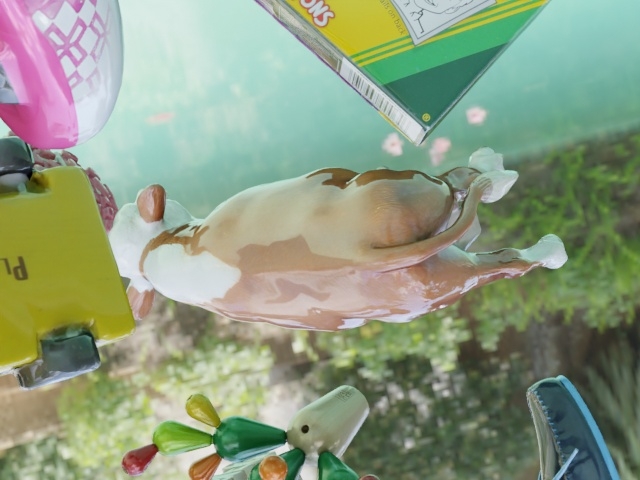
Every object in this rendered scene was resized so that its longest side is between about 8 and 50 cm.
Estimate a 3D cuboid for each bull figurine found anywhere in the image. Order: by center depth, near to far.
[{"bbox_3d":[0.000,0.000,0.845,0.188,0.101,0.310,-16,-167,-37],"label":"bull figurine"}]

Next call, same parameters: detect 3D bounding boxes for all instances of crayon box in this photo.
[{"bbox_3d":[0.073,-0.334,1.344,0.313,0.363,0.106,-48,178,-6],"label":"crayon box"}]

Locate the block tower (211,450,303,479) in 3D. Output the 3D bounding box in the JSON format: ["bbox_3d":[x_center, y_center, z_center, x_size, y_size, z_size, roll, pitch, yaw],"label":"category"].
[{"bbox_3d":[-0.171,0.357,1.547,0.335,0.091,0.097,-26,-179,-34],"label":"block tower"}]

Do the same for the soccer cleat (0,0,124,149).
[{"bbox_3d":[-0.114,-0.194,0.408,0.143,0.331,0.116,-32,-159,-22],"label":"soccer cleat"}]

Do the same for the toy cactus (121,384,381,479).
[{"bbox_3d":[-0.030,0.166,1.029,0.219,0.112,0.180,10,-146,35],"label":"toy cactus"}]

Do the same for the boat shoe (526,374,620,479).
[{"bbox_3d":[0.211,0.237,1.096,0.089,0.258,0.109,-17,152,0],"label":"boat shoe"}]

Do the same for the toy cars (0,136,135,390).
[{"bbox_3d":[-0.181,0.096,0.442,0.087,0.176,0.394,-23,-145,30],"label":"toy cars"}]

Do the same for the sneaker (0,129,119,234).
[{"bbox_3d":[-0.291,-0.008,0.929,0.299,0.112,0.121,-2,-147,-13],"label":"sneaker"}]
